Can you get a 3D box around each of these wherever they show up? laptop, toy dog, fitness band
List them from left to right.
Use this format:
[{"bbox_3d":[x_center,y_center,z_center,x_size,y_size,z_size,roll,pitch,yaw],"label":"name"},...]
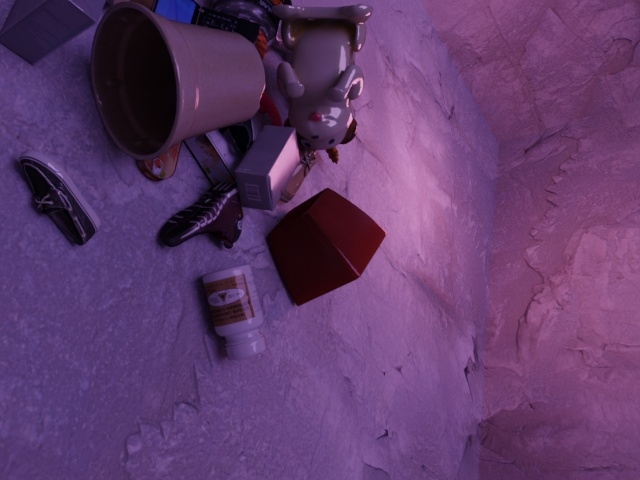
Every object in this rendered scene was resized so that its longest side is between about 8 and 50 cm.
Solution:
[{"bbox_3d":[-0.310,-0.526,1.590,0.265,0.136,0.234,15,84,-7],"label":"laptop"},{"bbox_3d":[-0.225,-0.387,1.848,0.291,0.054,0.208,42,49,-38],"label":"fitness band"},{"bbox_3d":[-0.010,-0.481,1.841,0.395,0.285,0.407,-114,-154,-78],"label":"toy dog"}]

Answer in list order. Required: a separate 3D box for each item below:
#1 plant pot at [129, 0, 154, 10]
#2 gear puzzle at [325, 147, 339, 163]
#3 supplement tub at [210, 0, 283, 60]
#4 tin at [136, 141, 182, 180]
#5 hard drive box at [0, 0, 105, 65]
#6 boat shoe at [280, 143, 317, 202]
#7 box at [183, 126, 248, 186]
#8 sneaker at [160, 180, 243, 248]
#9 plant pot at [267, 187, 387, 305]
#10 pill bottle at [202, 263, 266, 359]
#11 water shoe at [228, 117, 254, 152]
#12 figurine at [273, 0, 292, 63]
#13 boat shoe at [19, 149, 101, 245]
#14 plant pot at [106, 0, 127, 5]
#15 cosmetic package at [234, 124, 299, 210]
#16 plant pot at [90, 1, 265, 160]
[{"bbox_3d":[-0.431,-0.559,1.628,0.236,0.032,0.236,24,59,-49],"label":"plant pot"},{"bbox_3d":[0.002,-0.425,2.098,0.044,0.175,0.338,-26,103,-14],"label":"gear puzzle"},{"bbox_3d":[-0.221,-0.701,1.829,0.207,0.207,0.337,37,49,-43],"label":"supplement tub"},{"bbox_3d":[-0.408,-0.238,1.535,0.106,0.040,0.189,33,52,-41],"label":"tin"},{"bbox_3d":[-0.545,-0.497,1.257,0.089,0.232,0.181,38,49,-44],"label":"hard drive box"},{"bbox_3d":[-0.074,-0.274,1.966,0.122,0.110,0.341,44,45,-38],"label":"boat shoe"},{"bbox_3d":[-0.266,-0.253,1.701,0.289,0.087,0.169,59,37,-24],"label":"box"},{"bbox_3d":[-0.284,-0.025,1.581,0.281,0.107,0.162,-45,133,-40],"label":"sneaker"},{"bbox_3d":[0.000,0.000,1.858,0.235,0.267,0.267,52,38,-12],"label":"plant pot"},{"bbox_3d":[-0.217,0.184,1.565,0.131,0.131,0.229,-14,89,-56],"label":"pill bottle"},{"bbox_3d":[-0.217,-0.334,1.608,0.080,0.073,0.203,-90,168,-61],"label":"water shoe"},{"bbox_3d":[-0.116,-0.728,2.109,0.209,0.092,0.214,38,49,-48],"label":"figurine"},{"bbox_3d":[-0.542,-0.085,1.244,0.219,0.078,0.070,57,37,-28],"label":"boat shoe"},{"bbox_3d":[-0.507,-0.656,1.480,0.096,0.109,0.109,31,42,0],"label":"plant pot"},{"bbox_3d":[-0.141,-0.203,1.656,0.127,0.107,0.238,83,23,-43],"label":"cosmetic package"},{"bbox_3d":[-0.312,-0.375,1.418,0.306,0.334,0.333,-21,95,-47],"label":"plant pot"}]
